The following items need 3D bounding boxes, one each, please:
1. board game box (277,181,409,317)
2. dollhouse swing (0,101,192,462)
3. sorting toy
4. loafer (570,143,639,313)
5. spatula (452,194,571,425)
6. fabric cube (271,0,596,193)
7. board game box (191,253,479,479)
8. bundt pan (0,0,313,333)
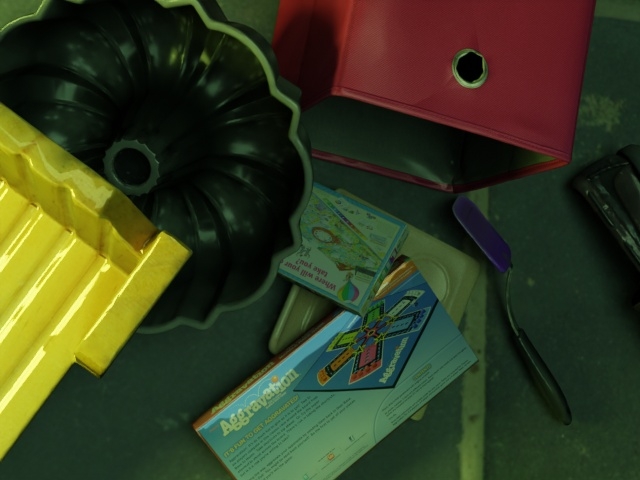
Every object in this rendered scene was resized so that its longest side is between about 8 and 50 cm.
[{"bbox_3d":[0.000,0.000,1.231,0.154,0.026,0.103,26,79,19],"label":"board game box"},{"bbox_3d":[-0.340,0.039,0.962,0.347,0.315,0.305,38,78,-4],"label":"dollhouse swing"},{"bbox_3d":[0.060,0.070,1.297,0.208,0.038,0.193,28,78,-22],"label":"sorting toy"},{"bbox_3d":[0.387,0.041,1.400,0.095,0.109,0.302,-23,89,-2],"label":"loafer"},{"bbox_3d":[0.222,0.081,1.351,0.030,0.084,0.296,-19,104,21],"label":"spatula"},{"bbox_3d":[0.106,-0.211,1.207,0.254,0.259,0.258,15,81,-19],"label":"fabric cube"},{"bbox_3d":[0.019,0.156,1.243,0.281,0.027,0.145,-38,110,-9],"label":"board game box"},{"bbox_3d":[-0.155,-0.085,1.110,0.331,0.124,0.331,4,112,11],"label":"bundt pan"}]
